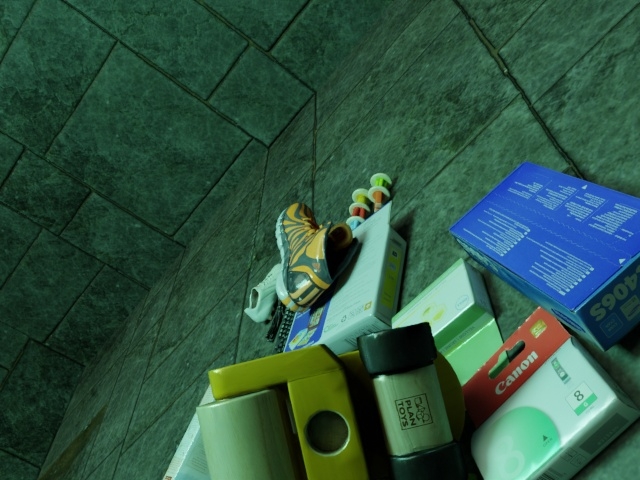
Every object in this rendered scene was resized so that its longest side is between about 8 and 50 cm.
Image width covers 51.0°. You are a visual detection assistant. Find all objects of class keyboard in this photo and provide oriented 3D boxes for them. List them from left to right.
[{"bbox_3d":[-0.068,0.162,1.644,0.201,0.033,0.317,-37,26,42],"label":"keyboard"}]

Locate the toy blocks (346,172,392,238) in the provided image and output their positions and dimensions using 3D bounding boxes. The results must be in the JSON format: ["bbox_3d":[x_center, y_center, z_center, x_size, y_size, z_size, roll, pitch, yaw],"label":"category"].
[{"bbox_3d":[0.112,-0.074,1.564,0.123,0.054,0.148,-39,25,40],"label":"toy blocks"}]

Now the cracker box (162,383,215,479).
[{"bbox_3d":[-0.195,0.417,1.342,0.067,0.156,0.232,-22,38,57],"label":"cracker box"}]

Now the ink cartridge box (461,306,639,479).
[{"bbox_3d":[0.249,0.188,0.816,0.181,0.056,0.225,-50,27,15],"label":"ink cartridge box"}]

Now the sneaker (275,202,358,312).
[{"bbox_3d":[0.000,0.000,1.461,0.180,0.124,0.321,-41,34,28],"label":"sneaker"}]

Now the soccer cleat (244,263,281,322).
[{"bbox_3d":[-0.143,0.131,1.795,0.068,0.076,0.196,-35,28,45],"label":"soccer cleat"}]

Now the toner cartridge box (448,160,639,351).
[{"bbox_3d":[0.318,0.001,0.898,0.165,0.075,0.348,-43,21,2],"label":"toner cartridge box"}]

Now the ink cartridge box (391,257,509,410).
[{"bbox_3d":[0.190,0.156,1.023,0.171,0.056,0.235,-45,20,25],"label":"ink cartridge box"}]

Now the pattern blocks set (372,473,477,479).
[{"bbox_3d":[0.059,0.339,0.838,0.285,0.026,0.325,-13,5,14],"label":"pattern blocks set"}]

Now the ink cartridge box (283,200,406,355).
[{"bbox_3d":[0.053,0.108,1.401,0.303,0.072,0.307,-38,23,42],"label":"ink cartridge box"}]

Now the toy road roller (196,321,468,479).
[{"bbox_3d":[0.024,0.236,0.880,0.329,0.202,0.240,-14,-9,0],"label":"toy road roller"}]
